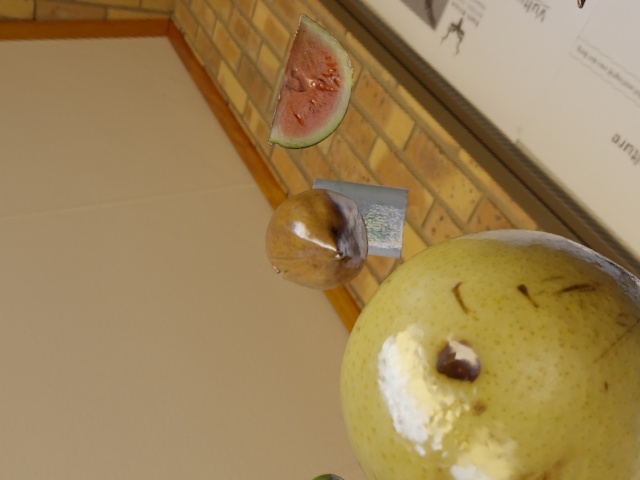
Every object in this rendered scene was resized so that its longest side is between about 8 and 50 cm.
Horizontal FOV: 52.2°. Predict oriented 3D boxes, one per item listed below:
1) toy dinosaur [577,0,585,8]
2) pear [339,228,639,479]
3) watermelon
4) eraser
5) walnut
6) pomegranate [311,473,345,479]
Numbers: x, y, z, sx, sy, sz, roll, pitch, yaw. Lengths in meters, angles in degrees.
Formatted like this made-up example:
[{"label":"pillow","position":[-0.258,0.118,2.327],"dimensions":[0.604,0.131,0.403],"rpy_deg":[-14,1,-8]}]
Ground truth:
[{"label":"toy dinosaur","position":[0.479,-0.427,0.825],"dimensions":[0.327,0.206,0.113],"rpy_deg":[12,-119,43]},{"label":"pear","position":[0.196,0.149,0.690],"dimensions":[0.348,0.348,0.348],"rpy_deg":[14,-143,-11]},{"label":"watermelon","position":[-0.011,-0.183,0.812],"dimensions":[0.087,0.163,0.069],"rpy_deg":[16,177,-13]},{"label":"eraser","position":[0.090,-0.052,1.566],"dimensions":[0.227,0.174,0.081],"rpy_deg":[7,-168,4]},{"label":"walnut","position":[0.000,0.000,1.257],"dimensions":[0.209,0.209,0.336],"rpy_deg":[13,-178,-13]},{"label":"pomegranate","position":[0.034,0.506,1.270],"dimensions":[0.114,0.142,0.114],"rpy_deg":[53,-158,-32]}]
